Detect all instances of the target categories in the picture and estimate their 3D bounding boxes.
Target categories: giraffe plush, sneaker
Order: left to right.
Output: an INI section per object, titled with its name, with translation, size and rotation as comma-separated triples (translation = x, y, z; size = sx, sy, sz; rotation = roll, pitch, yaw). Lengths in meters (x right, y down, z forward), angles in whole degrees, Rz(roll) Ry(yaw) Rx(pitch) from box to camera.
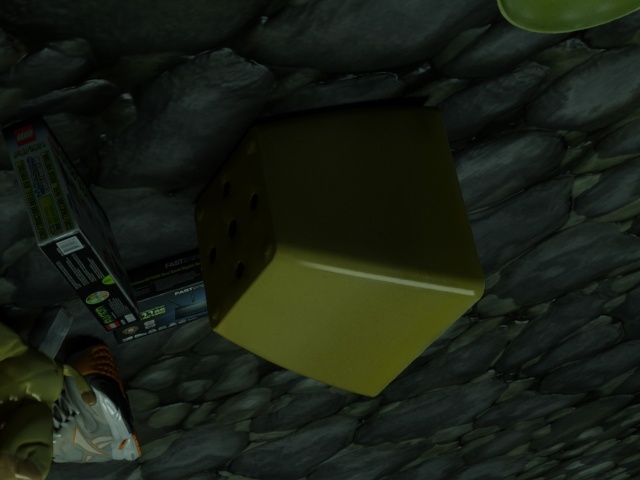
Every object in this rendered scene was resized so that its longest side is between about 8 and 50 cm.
[giraffe plush]
translation = -0.353, 0.164, 1.469
size = 0.170, 0.181, 0.210
rotation = -28, -168, 37
[sneaker]
translation = -0.277, 0.203, 1.656
size = 0.121, 0.099, 0.262
rotation = -14, 154, -8

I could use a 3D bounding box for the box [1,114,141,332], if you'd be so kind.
[box]
translation = -0.209, -0.009, 1.245
size = 0.036, 0.114, 0.207
rotation = -22, 155, -1

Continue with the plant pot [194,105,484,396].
[plant pot]
translation = 0.000, 0.000, 1.360
size = 0.187, 0.212, 0.212
rotation = 9, 143, -28

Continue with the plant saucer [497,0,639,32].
[plant saucer]
translation = 0.250, -0.262, 1.212
size = 0.241, 0.037, 0.241
rotation = -19, 155, -9

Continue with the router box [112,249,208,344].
[router box]
translation = -0.163, 0.058, 1.515
size = 0.122, 0.038, 0.092
rotation = -18, 155, -10
